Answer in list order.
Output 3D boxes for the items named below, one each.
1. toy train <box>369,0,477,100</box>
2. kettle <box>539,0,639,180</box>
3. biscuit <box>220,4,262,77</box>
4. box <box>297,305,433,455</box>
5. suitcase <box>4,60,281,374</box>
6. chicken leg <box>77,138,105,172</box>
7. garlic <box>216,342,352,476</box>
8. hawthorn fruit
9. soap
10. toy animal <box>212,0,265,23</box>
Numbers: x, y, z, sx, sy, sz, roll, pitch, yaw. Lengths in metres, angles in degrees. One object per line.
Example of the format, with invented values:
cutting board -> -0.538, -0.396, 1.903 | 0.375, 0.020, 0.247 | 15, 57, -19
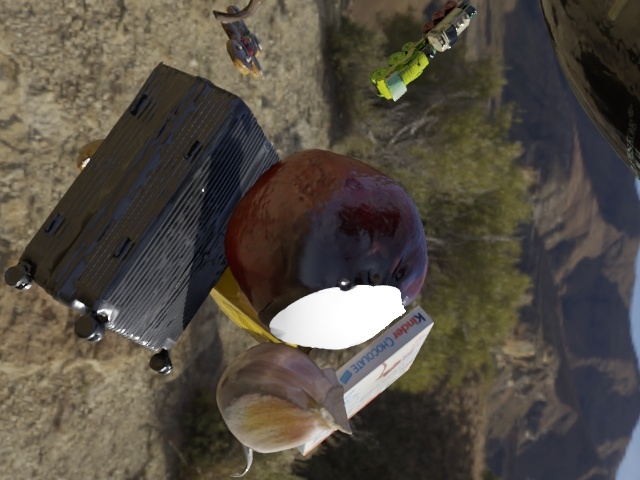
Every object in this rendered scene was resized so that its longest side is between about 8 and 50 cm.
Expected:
toy train -> 0.193, -0.354, 1.375 | 0.249, 0.085, 0.053 | -45, 125, -12
kettle -> 0.252, -0.177, 0.500 | 0.268, 0.207, 0.290 | 53, 10, -48
biscuit -> -0.155, -0.396, 1.514 | 0.138, 0.031, 0.205 | 58, 18, -28
box -> 0.066, 0.252, 1.313 | 0.273, 0.048, 0.265 | -35, 161, -19
suitcase -> -0.198, -0.024, 0.956 | 0.335, 0.152, 0.229 | -57, 159, -10
chicken leg -> -0.386, -0.180, 1.539 | 0.251, 0.107, 0.087 | -31, 157, -50
garlic -> -0.089, 0.232, 1.054 | 0.266, 0.128, 0.149 | -41, -131, 46
hawthorn fruit -> 0.000, 0.000, 0.838 | 0.249, 0.215, 0.215 | 40, -42, 54
soap -> -0.088, 0.101, 1.208 | 0.096, 0.204, 0.324 | -50, 166, -13
toy animal -> -0.085, -0.372, 0.843 | 0.214, 0.186, 0.094 | 51, 19, -48
